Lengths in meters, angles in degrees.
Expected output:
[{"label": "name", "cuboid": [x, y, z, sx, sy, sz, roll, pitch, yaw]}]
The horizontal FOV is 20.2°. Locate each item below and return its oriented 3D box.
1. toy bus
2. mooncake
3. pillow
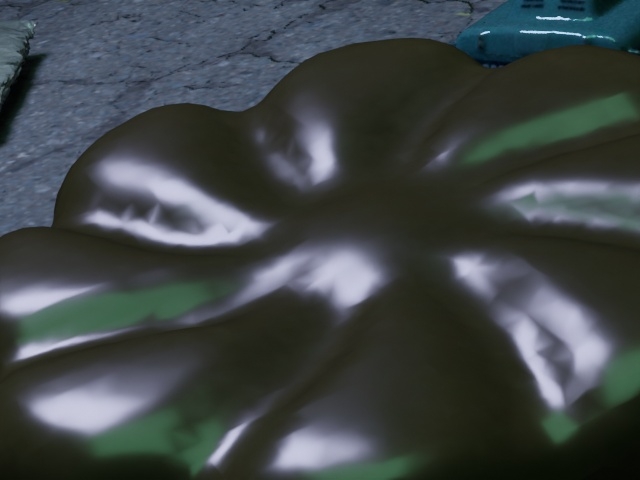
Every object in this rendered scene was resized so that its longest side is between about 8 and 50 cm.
[{"label": "toy bus", "cuboid": [0.192, -0.110, 1.094, 0.128, 0.147, 0.256, 7, 29, 37]}, {"label": "mooncake", "cuboid": [0.031, 0.064, 0.725, 0.378, 0.200, 0.378, -10, 25, 5]}, {"label": "pillow", "cuboid": [-0.307, -0.129, 1.462, 0.128, 0.051, 0.229, -11, 26, 7]}]
